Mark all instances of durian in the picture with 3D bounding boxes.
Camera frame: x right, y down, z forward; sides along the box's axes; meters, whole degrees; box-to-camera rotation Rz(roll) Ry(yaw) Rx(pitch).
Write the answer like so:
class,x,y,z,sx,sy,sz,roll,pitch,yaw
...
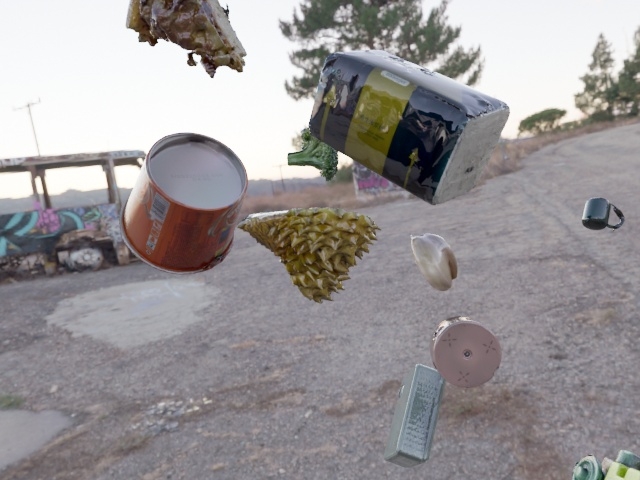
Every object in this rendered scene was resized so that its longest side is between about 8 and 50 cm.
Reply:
class,x,y,z,sx,sy,sz,roll,pitch,yaw
durian,0.014,0.000,0.941,0.195,0.186,0.305,-23,-28,20

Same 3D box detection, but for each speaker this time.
class,x,y,z,sx,sy,sz,roll,pitch,yaw
speaker,0.715,-0.064,1.263,0.094,0.075,0.060,10,-24,30

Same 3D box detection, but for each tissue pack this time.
class,x,y,z,sx,sy,sz,roll,pitch,yaw
tissue pack,0.208,-0.297,1.255,0.416,0.253,0.264,34,35,28

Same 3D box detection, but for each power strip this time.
class,x,y,z,sx,sy,sz,roll,pitch,yaw
power strip,0.321,0.247,1.130,0.154,0.154,0.078,-9,-1,7

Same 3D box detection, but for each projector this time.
class,x,y,z,sx,sy,sz,roll,pitch,yaw
projector,0.271,0.505,1.433,0.099,0.257,0.192,19,-29,4

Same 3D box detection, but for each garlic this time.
class,x,y,z,sx,sy,sz,roll,pitch,yaw
garlic,0.420,0.067,1.806,0.110,0.228,0.217,-32,14,34

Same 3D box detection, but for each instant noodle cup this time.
class,x,y,z,sx,sy,sz,roll,pitch,yaw
instant noodle cup,-0.268,-0.082,1.018,0.250,0.250,0.192,-13,-25,-35

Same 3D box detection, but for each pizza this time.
class,x,y,z,sx,sy,sz,roll,pitch,yaw
pizza,-0.191,-0.314,0.736,0.154,0.194,0.069,-48,7,21

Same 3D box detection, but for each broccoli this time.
class,x,y,z,sx,sy,sz,roll,pitch,yaw
broccoli,-0.030,-0.307,1.796,0.194,0.220,0.194,-6,25,3

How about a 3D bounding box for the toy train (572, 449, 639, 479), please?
class,x,y,z,sx,sy,sz,roll,pitch,yaw
toy train,0.652,0.690,1.113,0.179,0.442,0.272,28,-11,5
